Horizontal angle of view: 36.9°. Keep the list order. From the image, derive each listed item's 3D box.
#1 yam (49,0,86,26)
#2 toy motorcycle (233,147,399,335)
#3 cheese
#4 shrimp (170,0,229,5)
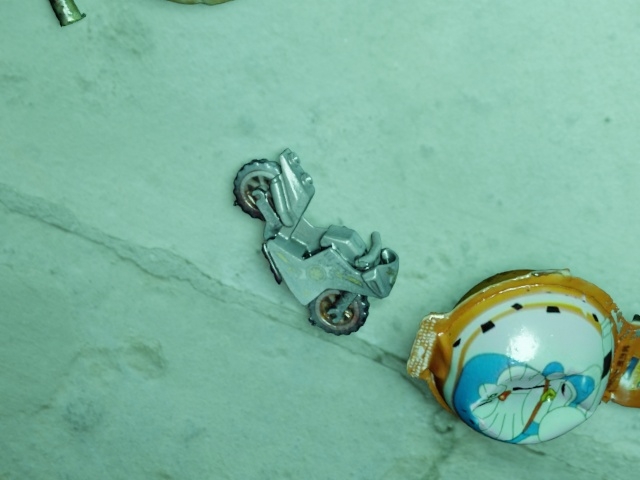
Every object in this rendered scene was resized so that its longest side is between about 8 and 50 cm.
[{"bbox_3d":[-0.277,-0.280,0.965,0.027,0.033,0.129,-9,110,43],"label":"yam"},{"bbox_3d":[0.000,0.000,1.003,0.122,0.080,0.215,-27,102,24],"label":"toy motorcycle"},{"bbox_3d":[0.251,0.121,0.974,0.329,0.129,0.217,8,125,-10],"label":"cheese"},{"bbox_3d":[-0.184,-0.321,0.896,0.317,0.077,0.168,15,113,-2],"label":"shrimp"}]
